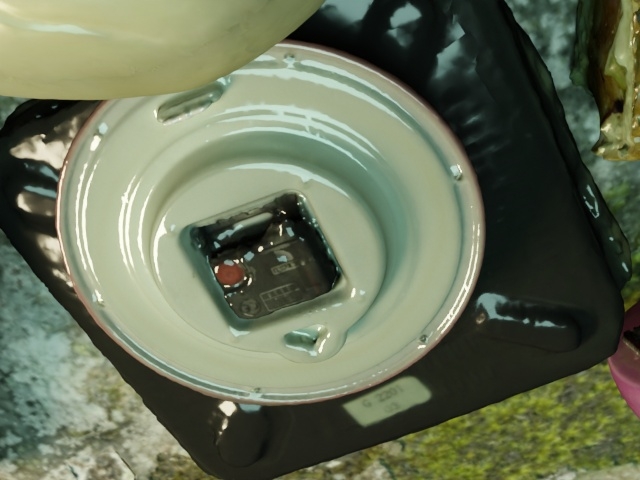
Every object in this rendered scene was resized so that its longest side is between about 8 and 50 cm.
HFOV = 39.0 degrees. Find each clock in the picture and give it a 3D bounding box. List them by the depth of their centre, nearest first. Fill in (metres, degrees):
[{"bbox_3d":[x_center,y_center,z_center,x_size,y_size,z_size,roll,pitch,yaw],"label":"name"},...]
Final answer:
[{"bbox_3d":[-0.029,0.000,0.516,0.244,0.056,0.244,0,124,1],"label":"clock"}]

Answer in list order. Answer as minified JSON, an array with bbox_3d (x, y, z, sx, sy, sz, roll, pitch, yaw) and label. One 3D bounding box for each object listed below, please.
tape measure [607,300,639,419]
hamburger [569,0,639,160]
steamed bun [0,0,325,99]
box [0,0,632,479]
[{"bbox_3d":[0.270,0.081,0.639,0.125,0.118,0.074,-34,116,-1],"label":"tape measure"},{"bbox_3d":[0.251,-0.170,0.477,0.211,0.132,0.309,-1,120,3],"label":"hamburger"},{"bbox_3d":[-0.126,-0.231,0.374,0.312,0.233,0.334,7,103,-4],"label":"steamed bun"},{"bbox_3d":[0.000,0.000,0.601,0.359,0.091,0.350,-24,119,16],"label":"box"}]
